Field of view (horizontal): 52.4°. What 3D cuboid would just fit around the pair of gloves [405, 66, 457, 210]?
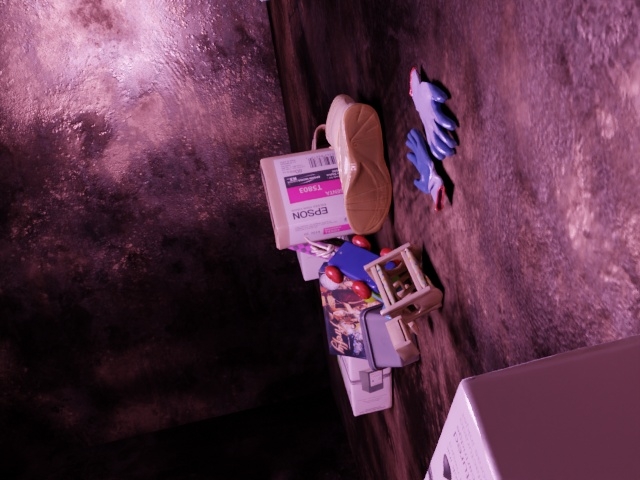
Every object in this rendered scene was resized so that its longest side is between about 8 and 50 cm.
[{"bbox_3d":[0.155,-0.140,0.928,0.159,0.023,0.198,-106,8,-46],"label":"pair of gloves"}]

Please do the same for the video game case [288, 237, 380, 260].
[{"bbox_3d":[0.020,0.015,1.550,0.210,0.231,0.042,-129,56,-79],"label":"video game case"}]

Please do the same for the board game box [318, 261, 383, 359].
[{"bbox_3d":[0.090,0.167,1.480,0.042,0.164,0.243,-56,-35,-50],"label":"board game box"}]

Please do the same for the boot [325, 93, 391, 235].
[{"bbox_3d":[0.070,-0.160,1.327,0.203,0.095,0.262,-117,17,-68],"label":"boot"}]

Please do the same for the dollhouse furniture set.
[{"bbox_3d":[0.174,0.126,1.110,0.161,0.101,0.182,49,-164,-45],"label":"dollhouse furniture set"}]

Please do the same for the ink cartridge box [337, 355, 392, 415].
[{"bbox_3d":[0.112,0.303,1.741,0.198,0.114,0.273,-108,9,-47],"label":"ink cartridge box"}]

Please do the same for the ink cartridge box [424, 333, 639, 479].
[{"bbox_3d":[0.213,0.305,0.564,0.395,0.166,0.286,86,170,-56],"label":"ink cartridge box"}]

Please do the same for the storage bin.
[{"bbox_3d":[0.153,0.201,1.348,0.091,0.098,0.135,-7,95,56],"label":"storage bin"}]

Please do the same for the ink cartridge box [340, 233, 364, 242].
[{"bbox_3d":[0.082,-0.033,1.702,0.207,0.046,0.097,86,169,-50],"label":"ink cartridge box"}]

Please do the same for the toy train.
[{"bbox_3d":[0.077,0.068,1.313,0.248,0.105,0.143,26,159,50],"label":"toy train"}]

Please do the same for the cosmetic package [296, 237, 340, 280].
[{"bbox_3d":[0.000,0.000,2.024,0.151,0.151,0.184,-111,12,-57],"label":"cosmetic package"}]

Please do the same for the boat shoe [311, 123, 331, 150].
[{"bbox_3d":[0.028,-0.159,1.601,0.341,0.121,0.110,-106,7,-46],"label":"boat shoe"}]

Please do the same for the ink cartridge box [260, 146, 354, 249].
[{"bbox_3d":[-0.001,-0.102,1.429,0.088,0.234,0.193,92,165,-58],"label":"ink cartridge box"}]
